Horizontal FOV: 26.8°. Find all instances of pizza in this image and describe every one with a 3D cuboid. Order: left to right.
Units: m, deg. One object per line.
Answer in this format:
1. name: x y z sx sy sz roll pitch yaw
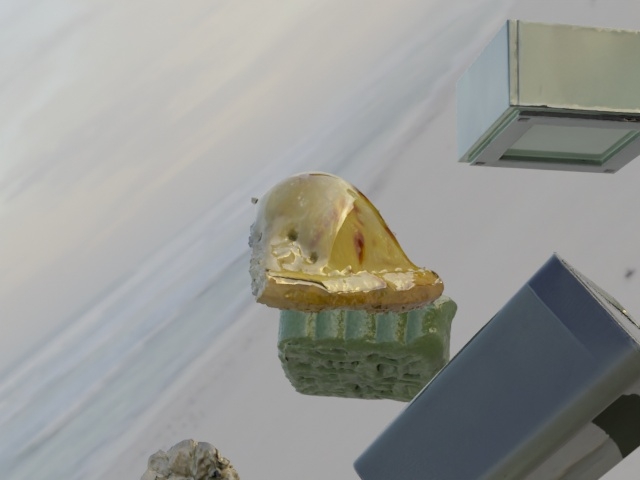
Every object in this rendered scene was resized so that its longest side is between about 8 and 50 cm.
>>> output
1. pizza: -0.001 -0.005 1.260 0.204 0.188 0.080 -7 -46 -46

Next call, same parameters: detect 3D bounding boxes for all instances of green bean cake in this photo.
1. green bean cake: 0.068 0.142 1.874 0.248 0.125 0.222 -1 -28 7

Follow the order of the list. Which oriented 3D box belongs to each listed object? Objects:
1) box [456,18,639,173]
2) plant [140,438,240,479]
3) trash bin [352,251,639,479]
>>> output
1. box: 0.307 -0.170 1.666 0.225 0.117 0.225 3 -14 -9
2. plant: -0.152 0.284 1.468 0.116 0.104 0.122 -44 12 37
3. trash bin: 0.167 0.149 1.091 0.240 0.122 0.164 -45 -34 12
